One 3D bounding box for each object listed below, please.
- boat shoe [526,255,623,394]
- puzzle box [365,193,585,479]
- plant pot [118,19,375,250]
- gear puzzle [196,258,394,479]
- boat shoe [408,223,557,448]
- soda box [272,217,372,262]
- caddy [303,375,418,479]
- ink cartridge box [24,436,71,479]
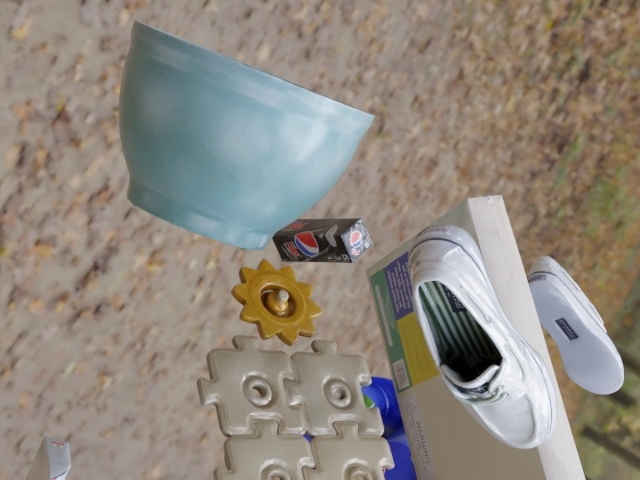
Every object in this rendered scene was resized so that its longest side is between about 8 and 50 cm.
[{"bbox_3d":[0.404,0.130,1.953,0.258,0.095,0.084,57,35,-27],"label":"boat shoe"},{"bbox_3d":[0.176,0.181,1.430,0.052,0.409,0.272,-7,165,-26],"label":"puzzle box"},{"bbox_3d":[-0.109,-0.107,1.431,0.196,0.293,0.293,-68,162,7],"label":"plant pot"},{"bbox_3d":[-0.025,0.164,1.043,0.175,0.339,0.044,6,145,-32],"label":"gear puzzle"},{"bbox_3d":[0.122,0.096,1.001,0.226,0.083,0.076,58,31,-24],"label":"boat shoe"},{"bbox_3d":[0.000,0.000,2.043,0.060,0.169,0.053,-40,116,-37],"label":"soda box"},{"bbox_3d":[0.039,0.355,1.716,0.341,0.241,0.179,-64,163,10],"label":"caddy"},{"bbox_3d":[-0.377,0.371,1.691,0.145,0.045,0.179,-64,-154,13],"label":"ink cartridge box"}]
